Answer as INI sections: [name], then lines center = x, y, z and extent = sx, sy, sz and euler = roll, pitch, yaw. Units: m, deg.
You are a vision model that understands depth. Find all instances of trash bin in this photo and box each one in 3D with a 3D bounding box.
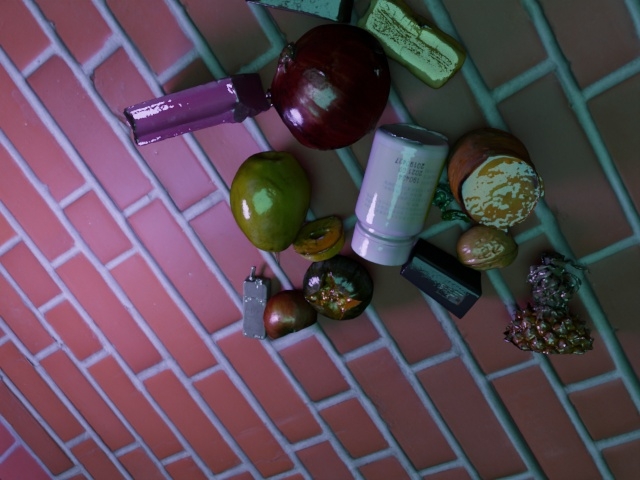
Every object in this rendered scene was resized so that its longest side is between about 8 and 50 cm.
[trash bin]
center = 0.372, 0.107, 1.591
extent = 0.225, 0.165, 0.115
euler = 34, 117, 1

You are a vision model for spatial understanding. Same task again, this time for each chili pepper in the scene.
[chili pepper]
center = 0.414, -0.074, 1.581
extent = 0.091, 0.034, 0.030
euler = 5, 146, 11

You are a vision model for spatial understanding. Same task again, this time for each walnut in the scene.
[walnut]
center = 0.491, 0.020, 1.538
extent = 0.180, 0.144, 0.144
euler = -19, 106, 26

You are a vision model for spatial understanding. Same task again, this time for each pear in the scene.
[pear]
center = -0.152, -0.121, 1.589
extent = 0.252, 0.253, 0.307
euler = 8, 125, 11

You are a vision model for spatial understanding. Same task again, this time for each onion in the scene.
[onion]
center = 0.038, -0.406, 1.359
extent = 0.341, 0.341, 0.342
euler = 5, 113, 12

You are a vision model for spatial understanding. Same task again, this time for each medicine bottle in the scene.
[medicine bottle]
center = 0.220, -0.134, 1.501
extent = 0.213, 0.213, 0.379
euler = 17, 115, 7

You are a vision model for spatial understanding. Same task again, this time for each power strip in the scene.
[power strip]
center = -0.230, 0.220, 1.849
extent = 0.093, 0.053, 0.288
euler = 10, 114, 12

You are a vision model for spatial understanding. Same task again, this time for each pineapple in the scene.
[pineapple]
center = 0.683, 0.173, 1.525
extent = 0.262, 0.262, 0.272
euler = 2, 100, 13

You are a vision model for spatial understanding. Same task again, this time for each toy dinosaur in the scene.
[toy dinosaur]
center = 0.373, -0.145, 1.549
extent = 0.132, 0.059, 0.096
euler = 38, 104, -9

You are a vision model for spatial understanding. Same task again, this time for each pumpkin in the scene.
[pumpkin]
center = 0.059, 0.151, 1.690
extent = 0.237, 0.159, 0.238
euler = 14, 129, 18

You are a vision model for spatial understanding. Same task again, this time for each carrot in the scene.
[carrot]
center = 0.444, -0.172, 1.356
extent = 0.224, 0.341, 0.224
euler = 5, 114, 11

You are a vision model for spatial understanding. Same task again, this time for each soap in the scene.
[soap]
center = -0.360, -0.388, 1.533
extent = 0.359, 0.233, 0.128
euler = -10, 107, 18

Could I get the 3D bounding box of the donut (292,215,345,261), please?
[donut]
center = 0.000, 0.000, 1.649
extent = 0.178, 0.162, 0.065
euler = -10, 134, 26

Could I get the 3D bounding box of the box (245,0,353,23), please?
[box]
center = -0.040, -0.675, 1.361
extent = 0.273, 0.184, 0.143
euler = 15, 116, 7

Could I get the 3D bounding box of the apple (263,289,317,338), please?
[apple]
center = -0.109, 0.254, 1.767
extent = 0.195, 0.173, 0.160
euler = -26, 106, 19

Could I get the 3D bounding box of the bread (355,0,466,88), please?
[bread]
center = 0.244, -0.539, 1.394
extent = 0.305, 0.091, 0.142
euler = 36, 123, -2

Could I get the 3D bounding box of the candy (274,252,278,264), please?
[candy]
center = -0.157, 0.052, 1.780
extent = 0.023, 0.025, 0.083
euler = -13, 116, 0
